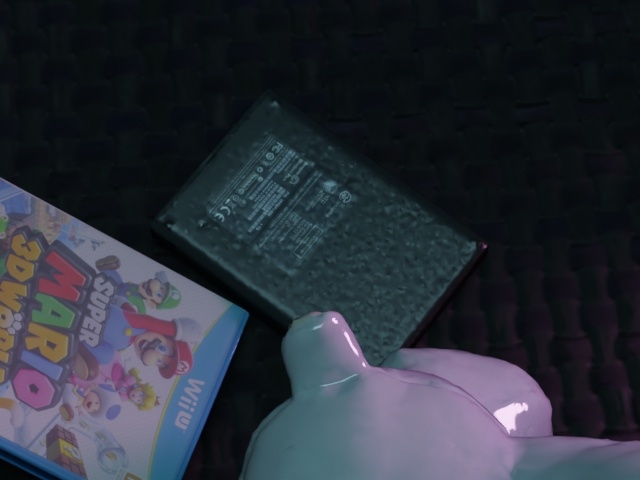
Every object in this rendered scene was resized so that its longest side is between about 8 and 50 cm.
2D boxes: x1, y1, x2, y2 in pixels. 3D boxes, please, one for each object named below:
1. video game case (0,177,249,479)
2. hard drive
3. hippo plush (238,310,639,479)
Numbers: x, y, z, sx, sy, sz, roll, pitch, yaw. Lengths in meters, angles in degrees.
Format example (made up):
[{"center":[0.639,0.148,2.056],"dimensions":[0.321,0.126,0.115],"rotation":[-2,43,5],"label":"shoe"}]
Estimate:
[{"center":[-0.125,0.043,0.829],"dimensions":[0.166,0.015,0.119],"rotation":[29,56,-11],"label":"video game case"},{"center":[0.000,0.000,0.886],"dimensions":[0.135,0.022,0.094],"rotation":[36,72,12],"label":"hard drive"},{"center":[0.082,0.151,0.732],"dimensions":[0.237,0.294,0.234],"rotation":[9,99,22],"label":"hippo plush"}]
